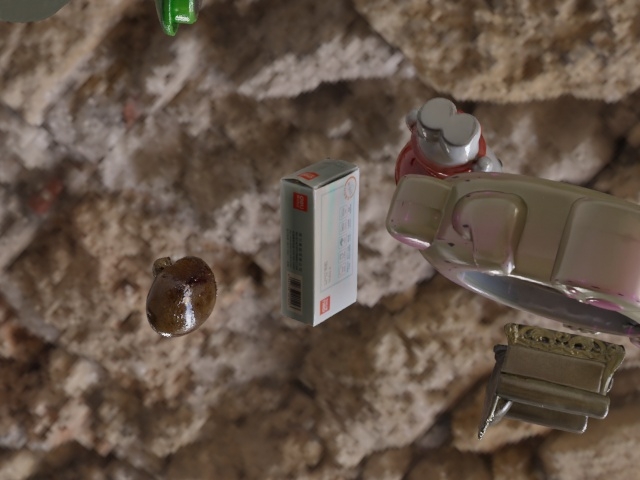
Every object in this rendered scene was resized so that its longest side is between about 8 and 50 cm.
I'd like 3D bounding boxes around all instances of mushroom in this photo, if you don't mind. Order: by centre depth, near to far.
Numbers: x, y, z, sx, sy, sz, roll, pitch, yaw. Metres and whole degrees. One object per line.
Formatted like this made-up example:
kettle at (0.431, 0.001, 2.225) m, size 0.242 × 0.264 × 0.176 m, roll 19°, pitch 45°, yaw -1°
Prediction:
mushroom at (-0.201, 0.081, 1.780) m, size 0.087 × 0.127 × 0.127 m, roll 20°, pitch -119°, yaw 31°

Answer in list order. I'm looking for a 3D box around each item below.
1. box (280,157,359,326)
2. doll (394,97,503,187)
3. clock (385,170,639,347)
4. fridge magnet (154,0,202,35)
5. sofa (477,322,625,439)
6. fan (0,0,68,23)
box at (0.000, 0.000, 2.141) m, size 0.079 × 0.269 × 0.135 m, roll 18°, pitch -150°, yaw 33°
doll at (0.171, -0.078, 1.648) m, size 0.130 × 0.161 × 0.290 m, roll -48°, pitch 157°, yaw -17°
clock at (0.241, 0.020, 1.271) m, size 0.310 × 0.284 × 0.114 m, roll 13°, pitch -99°, yaw 37°
fridge magnet at (-0.258, -0.477, 2.268) m, size 0.208 × 0.088 × 0.208 m, roll -173°, pitch -90°, yaw -89°
sofa at (0.371, 0.254, 2.031) m, size 0.258 × 0.200 × 0.182 m, roll 83°, pitch 18°, yaw -75°
fan at (-0.304, -0.384, 1.618) m, size 0.310 × 0.010 × 0.182 m, roll -19°, pitch -118°, yaw 19°
